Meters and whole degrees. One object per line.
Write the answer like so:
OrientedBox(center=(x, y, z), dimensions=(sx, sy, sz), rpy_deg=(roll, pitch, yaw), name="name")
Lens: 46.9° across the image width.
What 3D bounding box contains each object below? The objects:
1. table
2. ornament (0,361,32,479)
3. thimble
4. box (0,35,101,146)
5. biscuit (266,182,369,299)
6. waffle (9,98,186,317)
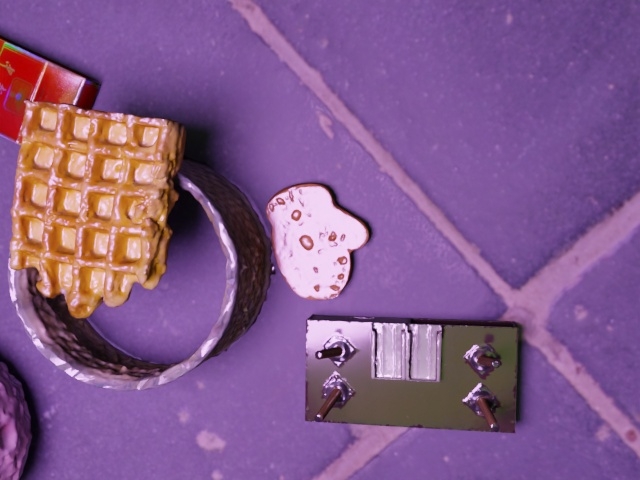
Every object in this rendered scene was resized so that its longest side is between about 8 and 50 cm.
OrientedBox(center=(0.097, 0.154, 0.820), dimensions=(0.240, 0.111, 0.122), rpy_deg=(0, 93, 10), name="table")
OrientedBox(center=(-0.486, 0.245, 0.874), dimensions=(0.259, 0.225, 0.260), rpy_deg=(1, 94, 9), name="ornament")
OrientedBox(center=(-0.203, 0.029, 0.845), dimensions=(0.270, 0.150, 0.271), rpy_deg=(1, 94, 9), name="thimble")
OrientedBox(center=(-0.373, -0.181, 0.911), dimensions=(0.175, 0.048, 0.112), rpy_deg=(25, 98, 7), name="box")
OrientedBox(center=(0.000, 0.000, 0.871), dimensions=(0.118, 0.023, 0.140), rpy_deg=(-8, 92, 10), name="biscuit")
OrientedBox(center=(-0.225, -0.026, 0.739), dimensions=(0.160, 0.055, 0.211), rpy_deg=(8, 95, 10), name="waffle")
